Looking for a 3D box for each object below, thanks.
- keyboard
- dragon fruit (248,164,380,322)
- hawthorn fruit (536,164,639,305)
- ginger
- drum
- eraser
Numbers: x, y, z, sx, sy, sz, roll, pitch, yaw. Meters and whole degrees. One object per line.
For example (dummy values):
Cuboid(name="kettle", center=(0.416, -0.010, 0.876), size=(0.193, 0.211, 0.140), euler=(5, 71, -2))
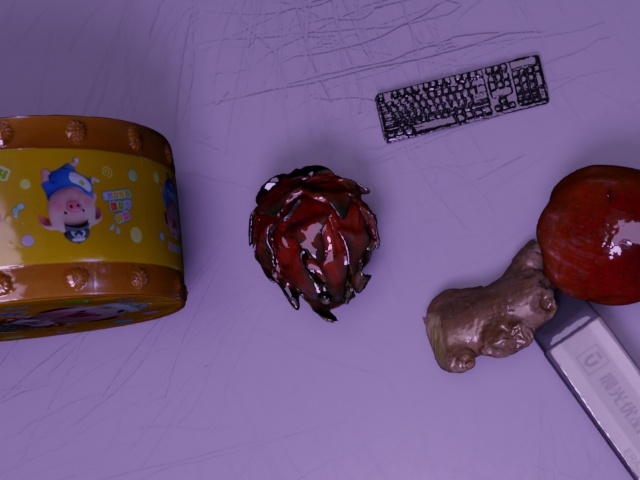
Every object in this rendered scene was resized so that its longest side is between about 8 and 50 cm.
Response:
Cuboid(name="keyboard", center=(0.191, -0.193, 1.556), size=(0.231, 0.023, 0.072), euler=(-13, 83, 8))
Cuboid(name="dragon fruit", center=(-0.006, -0.007, 1.492), size=(0.188, 0.182, 0.182), euler=(33, 89, 18))
Cuboid(name="hawthorn fruit", center=(0.372, -0.011, 1.408), size=(0.202, 0.185, 0.185), euler=(-10, 79, 44))
Cuboid(name="ginger", center=(0.235, 0.089, 1.473), size=(0.213, 0.074, 0.137), euler=(-30, 49, -3))
Cuboid(name="drum", center=(-0.380, 0.001, 1.427), size=(0.431, 0.431, 0.214), euler=(-9, 82, 8))
Cuboid(name="eraser", center=(0.388, 0.215, 1.449), size=(0.089, 0.061, 0.352), euler=(-36, 79, 4))
